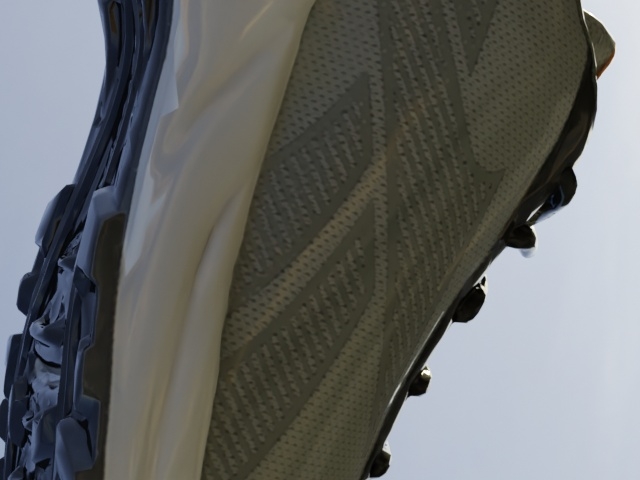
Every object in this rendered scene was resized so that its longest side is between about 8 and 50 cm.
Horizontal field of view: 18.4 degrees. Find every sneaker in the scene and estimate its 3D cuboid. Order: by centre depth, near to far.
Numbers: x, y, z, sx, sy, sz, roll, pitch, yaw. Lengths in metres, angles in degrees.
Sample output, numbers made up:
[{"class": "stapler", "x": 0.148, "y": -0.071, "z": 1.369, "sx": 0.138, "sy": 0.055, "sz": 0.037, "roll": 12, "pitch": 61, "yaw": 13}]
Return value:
[{"class": "sneaker", "x": 0.000, "y": 0.000, "z": 0.378, "sx": 0.108, "sy": 0.100, "sz": 0.272, "roll": 11, "pitch": -88, "yaw": -18}]
